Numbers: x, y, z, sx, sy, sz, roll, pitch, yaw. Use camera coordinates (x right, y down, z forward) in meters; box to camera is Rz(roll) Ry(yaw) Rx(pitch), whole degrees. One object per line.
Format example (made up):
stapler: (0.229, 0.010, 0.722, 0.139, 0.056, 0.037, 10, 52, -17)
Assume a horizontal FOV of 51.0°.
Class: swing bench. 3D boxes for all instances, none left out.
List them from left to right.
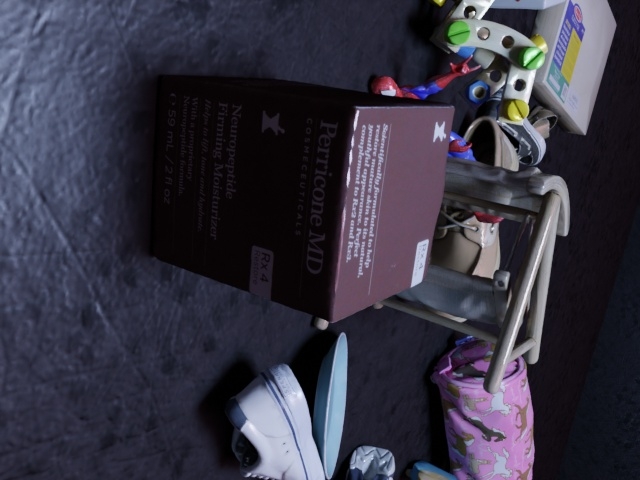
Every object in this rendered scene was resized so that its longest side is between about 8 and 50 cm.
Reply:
swing bench: (0.153, 0.014, 0.838, 0.165, 0.253, 0.255, -10, 113, -55)

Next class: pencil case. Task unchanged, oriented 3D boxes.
pencil case: (0.321, 0.377, 1.305, 0.160, 0.167, 0.386, -27, 120, -25)

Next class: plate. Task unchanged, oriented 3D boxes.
plate: (0.012, 0.214, 0.881, 0.188, 0.024, 0.188, 4, 90, -81)

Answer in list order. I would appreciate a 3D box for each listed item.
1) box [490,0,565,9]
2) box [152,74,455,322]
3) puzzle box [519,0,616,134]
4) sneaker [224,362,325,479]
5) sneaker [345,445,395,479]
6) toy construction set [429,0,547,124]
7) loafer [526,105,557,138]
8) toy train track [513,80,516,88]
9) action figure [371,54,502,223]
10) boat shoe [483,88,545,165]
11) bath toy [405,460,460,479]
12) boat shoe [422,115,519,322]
box: (0.322, -0.410, 1.044, 0.101, 0.102, 0.087, -32, 127, -47)
box: (-0.017, -0.051, 0.597, 0.167, 0.203, 0.169, -15, 116, -53)
puzzle box: (0.530, -0.403, 1.411, 0.409, 0.052, 0.272, 13, 93, -58)
sneaker: (-0.058, 0.242, 0.795, 0.091, 0.094, 0.258, -23, 134, -14)
sneaker: (0.052, 0.438, 1.004, 0.235, 0.094, 0.153, -58, 150, -63)
toy construction set: (0.266, -0.337, 0.884, 0.328, 0.215, 0.151, -55, -173, -3)
loafer: (0.429, -0.221, 1.340, 0.148, 0.050, 0.056, -50, 141, -32)
toy train track: (0.341, -0.266, 1.223, 0.048, 0.014, 0.083, 37, 67, -49)
action figure: (0.185, -0.131, 0.879, 0.280, 0.139, 0.091, 35, 64, -30)
boat shoe: (0.340, -0.183, 1.207, 0.219, 0.077, 0.070, 37, 72, -48)
bath toy: (0.182, 0.605, 1.270, 0.151, 0.129, 0.348, 7, 98, -58)
boat shoe: (0.222, -0.037, 1.060, 0.110, 0.121, 0.341, 47, 54, -49)
